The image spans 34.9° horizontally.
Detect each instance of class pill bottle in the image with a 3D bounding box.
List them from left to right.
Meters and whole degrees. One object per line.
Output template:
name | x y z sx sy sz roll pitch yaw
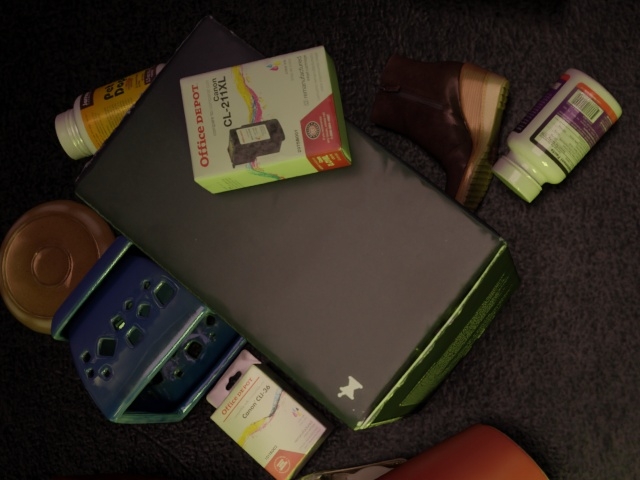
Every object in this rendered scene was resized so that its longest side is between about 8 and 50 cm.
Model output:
pill bottle | -0.330 -0.209 1.708 0.215 0.117 0.117 -19 79 11
pill bottle | 0.351 -0.155 1.537 0.108 0.108 0.193 43 95 15

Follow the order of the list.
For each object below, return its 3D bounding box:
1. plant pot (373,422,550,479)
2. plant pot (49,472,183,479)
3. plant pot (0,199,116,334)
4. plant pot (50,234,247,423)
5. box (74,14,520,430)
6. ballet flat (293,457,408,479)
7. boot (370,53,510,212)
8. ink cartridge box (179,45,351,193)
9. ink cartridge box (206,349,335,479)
plant pot | 0.192 0.404 1.426 0.243 0.275 0.275 -36 75 -17
plant pot | -0.302 0.485 1.559 0.235 0.267 0.267 16 87 27
plant pot | -0.459 0.044 1.755 0.236 0.032 0.236 -2 83 15
plant pot | -0.265 0.131 1.598 0.212 0.236 0.236 42 95 20
box | 0.000 0.000 1.419 0.480 0.472 0.297 39 93 14
ballet flat | 0.033 0.381 1.565 0.248 0.086 0.086 -14 80 10
boot | 0.175 -0.165 1.611 0.206 0.090 0.248 15 88 27
ink cartridge box | -0.063 -0.136 1.170 0.175 0.072 0.127 -12 80 10
ink cartridge box | -0.091 0.275 1.618 0.198 0.067 0.115 39 94 15
